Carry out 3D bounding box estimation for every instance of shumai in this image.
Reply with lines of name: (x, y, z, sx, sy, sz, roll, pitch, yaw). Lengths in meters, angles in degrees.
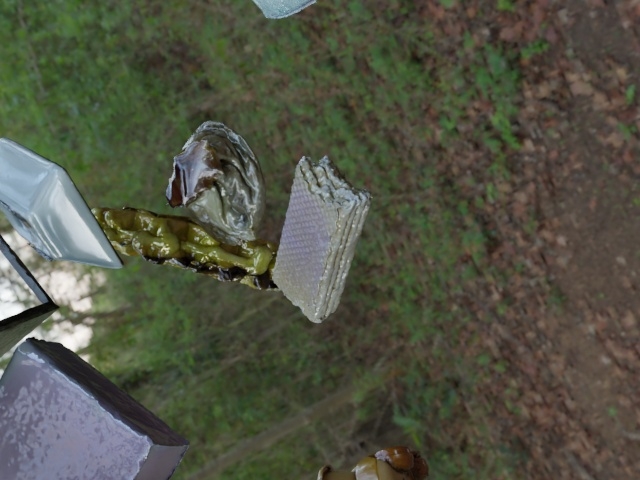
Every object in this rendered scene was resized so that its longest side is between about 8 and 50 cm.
shumai: (-0.172, -0.078, 1.455, 0.201, 0.120, 0.201, 21, 120, 43)

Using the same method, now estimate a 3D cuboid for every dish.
dish: (-0.402, -0.039, 1.400, 0.243, 0.080, 0.182, 23, 145, 50)

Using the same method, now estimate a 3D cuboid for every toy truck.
toy truck: (0.127, 0.552, 2.042, 0.288, 0.211, 0.204, 49, -154, -65)

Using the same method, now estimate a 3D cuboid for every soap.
soap: (-0.372, 0.329, 1.356, 0.285, 0.296, 0.107, 33, -177, 25)

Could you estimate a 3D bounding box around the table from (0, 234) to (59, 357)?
table: (-0.622, 0.088, 1.461, 0.272, 0.222, 0.335, 52, -170, 1)

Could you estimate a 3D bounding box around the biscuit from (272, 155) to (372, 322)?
biscuit: (0.000, 0.000, 1.323, 0.108, 0.061, 0.239, 45, 140, 29)

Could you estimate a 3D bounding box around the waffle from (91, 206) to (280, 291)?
waffle: (-0.233, 0.015, 1.708, 0.382, 0.379, 0.095, 155, 127, -82)

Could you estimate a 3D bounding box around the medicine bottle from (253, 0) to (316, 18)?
medicine bottle: (-0.086, -0.435, 1.159, 0.290, 0.245, 0.245, 47, -178, -32)
